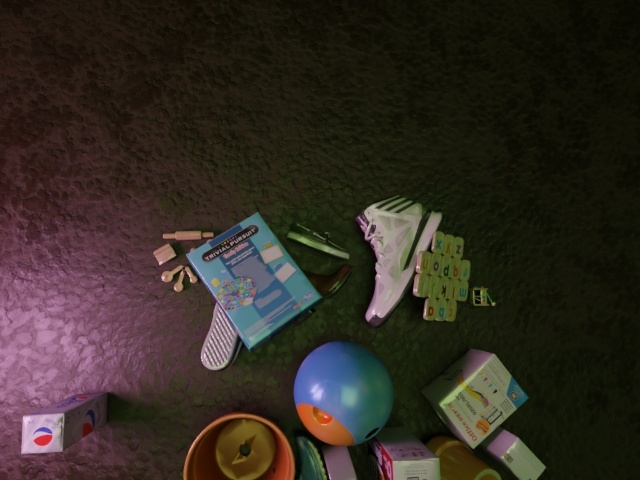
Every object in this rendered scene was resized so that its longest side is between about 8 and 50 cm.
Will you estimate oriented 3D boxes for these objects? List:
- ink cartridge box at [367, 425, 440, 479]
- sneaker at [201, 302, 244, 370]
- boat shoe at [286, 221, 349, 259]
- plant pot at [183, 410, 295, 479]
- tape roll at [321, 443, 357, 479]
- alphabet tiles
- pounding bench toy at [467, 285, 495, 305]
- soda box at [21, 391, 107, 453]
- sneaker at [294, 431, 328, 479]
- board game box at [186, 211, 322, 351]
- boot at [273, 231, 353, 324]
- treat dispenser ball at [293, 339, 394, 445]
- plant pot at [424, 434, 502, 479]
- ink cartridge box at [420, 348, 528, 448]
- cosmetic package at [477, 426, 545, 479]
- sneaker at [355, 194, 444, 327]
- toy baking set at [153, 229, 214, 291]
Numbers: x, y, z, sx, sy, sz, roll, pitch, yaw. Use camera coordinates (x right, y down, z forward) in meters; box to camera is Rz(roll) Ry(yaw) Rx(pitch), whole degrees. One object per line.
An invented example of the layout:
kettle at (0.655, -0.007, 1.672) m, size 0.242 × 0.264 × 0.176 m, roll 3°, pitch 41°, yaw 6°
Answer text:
ink cartridge box at (0.228, 0.703, 1.197) m, size 0.129 × 0.309 × 0.272 m, roll -1°, pitch 80°, yaw -6°
sneaker at (-0.272, 0.244, 1.322) m, size 0.126 × 0.127 × 0.321 m, roll 22°, pitch 67°, yaw 3°
boat shoe at (0.000, 0.000, 1.409) m, size 0.219 × 0.078 × 0.070 m, roll 23°, pitch 80°, yaw 0°
plant pot at (-0.222, 0.624, 1.219) m, size 0.290 × 0.203 × 0.291 m, roll 1°, pitch 81°, yaw -6°
tape roll at (0.064, 0.696, 1.228) m, size 0.072 × 0.219 × 0.220 m, roll -14°, pitch 82°, yaw -7°
alphabet tiles at (0.395, 0.118, 1.374) m, size 0.284 × 0.021 × 0.278 m, roll 11°, pitch 84°, yaw -41°
pounding bench toy at (0.547, 0.188, 1.445) m, size 0.083 × 0.052 × 0.065 m, roll 2°, pitch 80°, yaw -6°
soda box at (-0.675, 0.483, 1.154) m, size 0.097 × 0.286 × 0.091 m, roll -1°, pitch 80°, yaw -7°
sneaker at (-0.049, 0.741, 1.256) m, size 0.147 × 0.130 × 0.331 m, roll -6°, pitch 81°, yaw -9°
board game box at (-0.197, 0.117, 1.277) m, size 0.253 × 0.079 × 0.336 m, roll -33°, pitch 74°, yaw -19°
boot at (-0.067, 0.087, 1.387) m, size 0.264 × 0.096 × 0.280 m, roll -41°, pitch 82°, yaw 6°
treat dispenser ball at (0.066, 0.436, 1.235) m, size 0.287 × 0.288 × 0.289 m, roll 1°, pitch 81°, yaw -6°
plant pot at (0.417, 0.702, 1.249) m, size 0.205 × 0.188 × 0.205 m, roll 4°, pitch 81°, yaw -26°
ink cartridge box at (0.471, 0.482, 1.330) m, size 0.232 × 0.168 × 0.171 m, roll -37°, pitch 87°, yaw -9°
cosmetic package at (0.548, 0.627, 1.282) m, size 0.085 × 0.231 × 0.117 m, roll -42°, pitch 87°, yaw -11°
sneaker at (0.197, 0.046, 1.400) m, size 0.257 × 0.169 × 0.448 m, roll 28°, pitch 71°, yaw 8°
toy baking set at (-0.405, 0.062, 1.385) m, size 0.255 × 0.030 × 0.197 m, roll -6°, pitch 84°, yaw -6°
